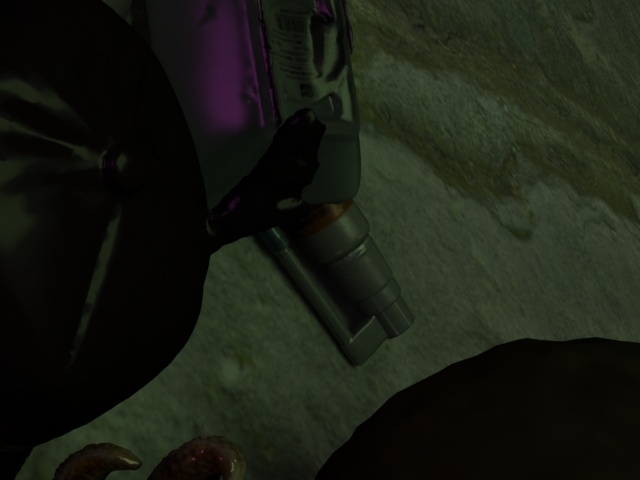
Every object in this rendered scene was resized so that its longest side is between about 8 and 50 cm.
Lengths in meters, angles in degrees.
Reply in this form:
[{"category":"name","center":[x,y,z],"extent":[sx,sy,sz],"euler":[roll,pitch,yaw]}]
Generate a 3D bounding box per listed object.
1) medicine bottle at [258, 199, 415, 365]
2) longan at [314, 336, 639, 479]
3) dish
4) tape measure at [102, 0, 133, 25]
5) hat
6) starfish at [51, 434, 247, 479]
[{"category":"medicine bottle","center":[0.000,0.000,0.820],"extent":[0.092,0.061,0.220],"euler":[-43,107,-28]},{"category":"longan","center":[0.154,0.250,0.577],"extent":[0.391,0.391,0.391],"euler":[29,49,-40]},{"category":"dish","center":[-0.035,-0.150,0.726],"extent":[0.182,0.080,0.243],"euler":[-5,85,-42]},{"category":"tape measure","center":[-0.213,-0.210,0.611],"extent":[0.236,0.120,0.197],"euler":[-26,99,-63]},{"category":"hat","center":[-0.138,0.025,0.430],"extent":[0.238,0.209,0.336],"euler":[26,76,-45]},{"category":"starfish","center":[-0.104,0.208,0.496],"extent":[0.216,0.071,0.238],"euler":[-8,107,-23]}]
